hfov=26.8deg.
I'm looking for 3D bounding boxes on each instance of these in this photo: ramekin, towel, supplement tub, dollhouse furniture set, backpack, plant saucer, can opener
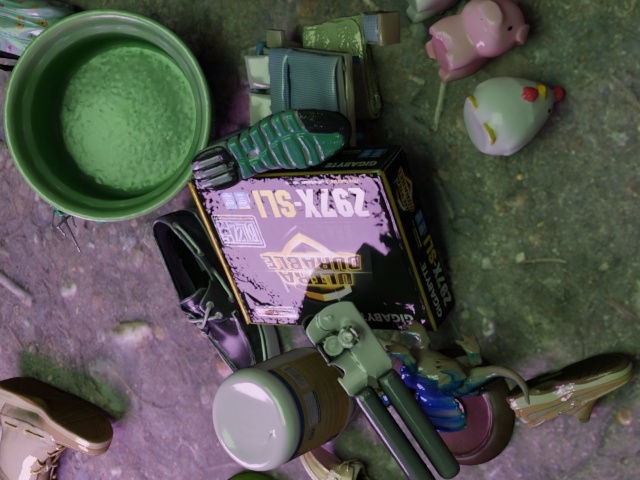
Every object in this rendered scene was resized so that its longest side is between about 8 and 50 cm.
[{"bbox_3d":[-0.296,-0.180,1.975,0.303,0.148,0.304,0,92,6],"label":"ramekin"},{"bbox_3d":[0.027,-0.235,1.879,0.110,0.027,0.148,-8,94,36],"label":"towel"},{"bbox_3d":[-0.042,0.233,1.912,0.144,0.199,0.144,8,103,34],"label":"supplement tub"},{"bbox_3d":[-0.048,-0.229,1.766,0.286,0.198,0.304,19,117,51],"label":"dollhouse furniture set"},{"bbox_3d":[-0.476,-0.337,2.139,0.182,0.152,0.115,16,116,19],"label":"backpack"},{"bbox_3d":[0.187,0.233,1.860,0.168,0.029,0.169,7,102,34],"label":"plant saucer"},{"bbox_3d":[0.080,0.200,1.755,0.074,0.093,0.280,-35,85,-5],"label":"can opener"}]

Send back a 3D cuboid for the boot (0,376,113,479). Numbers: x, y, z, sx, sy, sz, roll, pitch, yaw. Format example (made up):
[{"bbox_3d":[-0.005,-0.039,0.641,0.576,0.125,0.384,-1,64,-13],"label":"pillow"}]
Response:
[{"bbox_3d":[-0.460,0.366,2.290,0.262,0.095,0.204,19,109,32],"label":"boot"}]

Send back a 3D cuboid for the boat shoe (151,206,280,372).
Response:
[{"bbox_3d":[-0.165,0.091,2.028,0.108,0.102,0.301,-29,82,35],"label":"boat shoe"}]

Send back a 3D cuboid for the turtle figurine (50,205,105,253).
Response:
[{"bbox_3d":[-0.389,-0.103,2.143,0.175,0.118,0.234,-162,56,-73],"label":"turtle figurine"}]

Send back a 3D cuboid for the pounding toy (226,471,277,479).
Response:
[{"bbox_3d":[-0.121,0.485,2.072,0.182,0.110,0.237,4,101,34],"label":"pounding toy"}]

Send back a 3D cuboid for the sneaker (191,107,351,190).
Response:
[{"bbox_3d":[-0.063,-0.138,1.786,0.223,0.098,0.083,-14,114,16],"label":"sneaker"}]

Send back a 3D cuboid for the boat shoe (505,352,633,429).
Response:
[{"bbox_3d":[0.332,0.200,1.739,0.190,0.068,0.072,-25,97,45],"label":"boat shoe"}]

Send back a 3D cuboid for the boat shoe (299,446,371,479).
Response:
[{"bbox_3d":[0.045,0.349,1.964,0.170,0.063,0.059,41,117,11],"label":"boat shoe"}]

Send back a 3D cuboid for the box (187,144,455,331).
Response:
[{"bbox_3d":[0.000,0.000,1.857,0.322,0.079,0.257,1,122,34],"label":"box"}]

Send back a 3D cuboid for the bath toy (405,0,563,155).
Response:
[{"bbox_3d":[0.198,-0.279,1.702,0.151,0.129,0.348,118,129,-76],"label":"bath toy"}]

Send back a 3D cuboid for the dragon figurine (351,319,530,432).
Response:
[{"bbox_3d":[0.168,0.195,1.781,0.289,0.085,0.144,10,131,32],"label":"dragon figurine"}]
